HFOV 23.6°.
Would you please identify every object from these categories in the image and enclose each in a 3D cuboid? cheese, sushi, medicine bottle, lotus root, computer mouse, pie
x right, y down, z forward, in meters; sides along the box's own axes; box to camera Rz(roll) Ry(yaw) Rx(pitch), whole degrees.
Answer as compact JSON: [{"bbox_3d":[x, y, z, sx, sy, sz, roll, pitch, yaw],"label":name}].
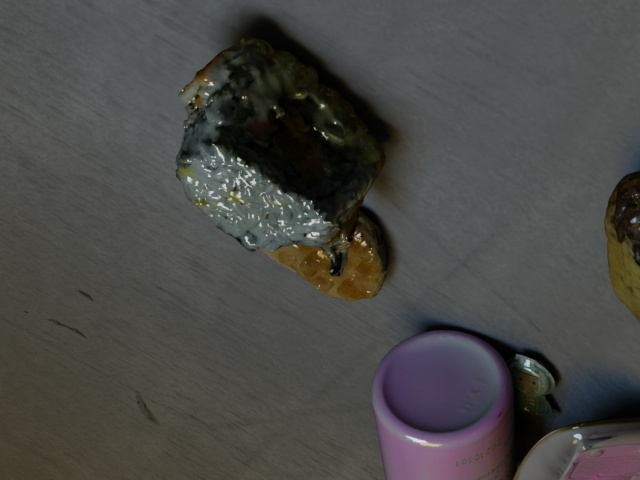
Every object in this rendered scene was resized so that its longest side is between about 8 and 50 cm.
[{"bbox_3d":[0.265,0.181,1.924,0.067,0.026,0.120,14,143,26],"label":"cheese"},{"bbox_3d":[-0.038,-0.088,1.680,0.274,0.184,0.139,38,147,-12],"label":"sushi"},{"bbox_3d":[0.166,0.266,1.977,0.178,0.178,0.290,16,145,22],"label":"medicine bottle"},{"bbox_3d":[0.346,0.007,1.577,0.110,0.097,0.258,51,169,30],"label":"lotus root"},{"bbox_3d":[0.328,0.303,1.926,0.158,0.072,0.310,-2,141,-15],"label":"computer mouse"},{"bbox_3d":[0.000,0.000,1.889,0.195,0.046,0.195,22,147,15],"label":"pie"}]
